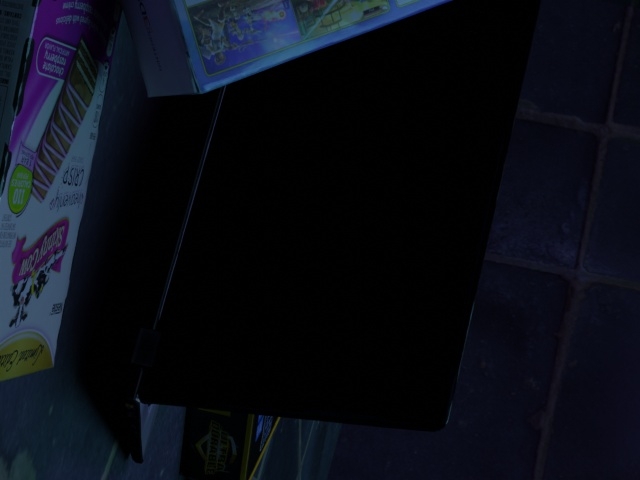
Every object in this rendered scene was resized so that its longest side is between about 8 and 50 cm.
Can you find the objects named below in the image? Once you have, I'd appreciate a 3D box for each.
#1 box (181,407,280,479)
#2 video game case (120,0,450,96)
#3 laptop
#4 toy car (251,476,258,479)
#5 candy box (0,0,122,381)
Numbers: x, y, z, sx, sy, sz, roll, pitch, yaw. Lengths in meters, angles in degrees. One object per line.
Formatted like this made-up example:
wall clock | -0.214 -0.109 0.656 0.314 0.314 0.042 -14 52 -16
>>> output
box | -0.067 0.069 1.802 0.257 0.079 0.322 -58 158 -64
video game case | -0.012 -0.236 0.949 0.270 0.061 0.244 -24 103 -33
laptop | -0.001 -0.008 1.379 0.408 0.236 0.381 106 -1 -71
toy car | -0.103 0.325 1.915 0.225 0.053 0.239 -73 -179 -65
candy box | -0.174 -0.044 0.892 0.159 0.071 0.233 -5 107 -82
